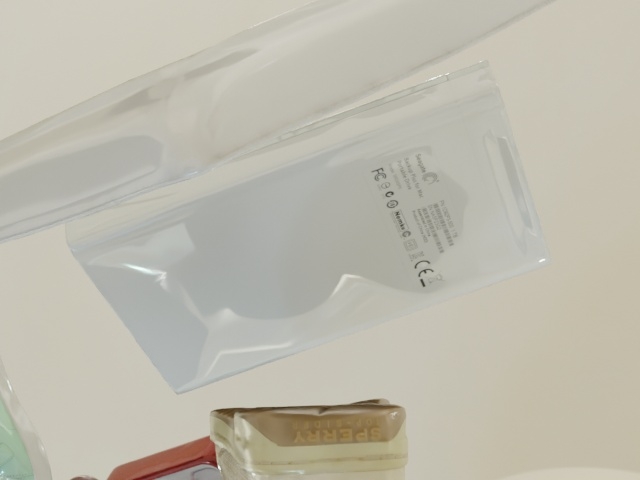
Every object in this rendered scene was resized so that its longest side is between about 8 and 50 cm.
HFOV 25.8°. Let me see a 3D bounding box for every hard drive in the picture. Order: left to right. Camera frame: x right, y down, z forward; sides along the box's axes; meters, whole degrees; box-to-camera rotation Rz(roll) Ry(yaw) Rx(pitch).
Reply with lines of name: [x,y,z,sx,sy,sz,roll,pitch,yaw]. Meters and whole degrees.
hard drive: [0.000,0.000,1.009,0.308,0.203,0.040,-19,-131,7]

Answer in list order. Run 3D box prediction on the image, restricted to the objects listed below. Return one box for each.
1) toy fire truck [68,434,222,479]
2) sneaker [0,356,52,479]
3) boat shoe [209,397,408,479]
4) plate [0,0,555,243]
toy fire truck: [-0.122,0.303,1.354,0.302,0.169,0.254,-21,-64,38]
sneaker: [-0.337,0.171,1.219,0.094,0.151,0.255,-1,-67,50]
boat shoe: [-0.009,0.156,0.866,0.122,0.341,0.110,-3,-96,-1]
plate: [-0.033,-0.074,0.655,0.277,0.278,0.045,-14,-78,53]
